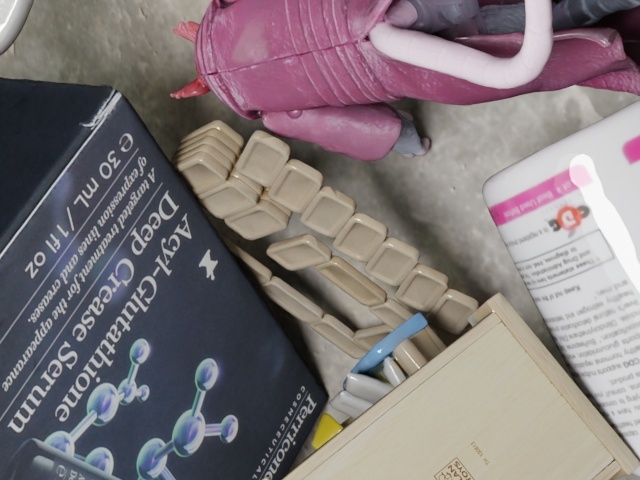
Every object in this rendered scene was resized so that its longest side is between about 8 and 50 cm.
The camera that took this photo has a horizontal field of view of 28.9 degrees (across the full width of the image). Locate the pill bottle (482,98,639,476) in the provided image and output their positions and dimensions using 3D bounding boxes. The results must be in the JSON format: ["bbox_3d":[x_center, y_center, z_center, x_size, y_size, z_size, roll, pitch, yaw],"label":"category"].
[{"bbox_3d":[0.234,0.053,0.796,0.160,0.160,0.283,-28,88,40],"label":"pill bottle"}]

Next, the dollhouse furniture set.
[{"bbox_3d":[0.084,0.219,0.867,0.286,0.198,0.303,51,162,8],"label":"dollhouse furniture set"}]

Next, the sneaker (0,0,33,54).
[{"bbox_3d":[-0.256,-0.287,1.021,0.130,0.236,0.322,-4,87,6],"label":"sneaker"}]

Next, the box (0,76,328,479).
[{"bbox_3d":[-0.210,0.115,0.966,0.212,0.293,0.395,9,146,34],"label":"box"}]

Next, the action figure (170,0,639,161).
[{"bbox_3d":[0.034,-0.125,0.796,0.370,0.276,0.248,-11,114,34],"label":"action figure"}]

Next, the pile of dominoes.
[{"bbox_3d":[0.000,0.000,0.953,0.251,0.040,0.196,37,151,-23],"label":"pile of dominoes"}]
